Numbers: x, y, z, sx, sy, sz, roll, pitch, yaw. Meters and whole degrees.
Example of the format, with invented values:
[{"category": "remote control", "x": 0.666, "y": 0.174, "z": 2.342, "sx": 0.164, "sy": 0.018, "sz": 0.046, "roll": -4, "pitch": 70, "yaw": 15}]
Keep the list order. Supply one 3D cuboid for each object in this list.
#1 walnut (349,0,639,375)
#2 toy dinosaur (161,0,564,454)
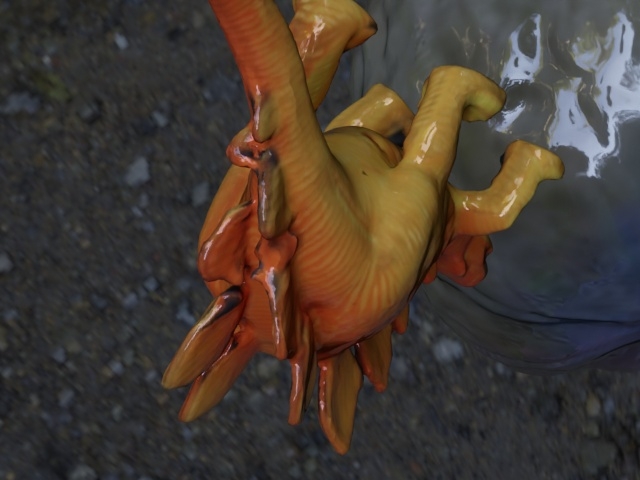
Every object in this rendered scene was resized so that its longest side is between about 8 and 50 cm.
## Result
[{"category": "walnut", "x": 0.136, "y": -0.061, "z": 0.696, "sx": 0.248, "sy": 0.248, "sz": 0.248, "roll": -5, "pitch": 65, "yaw": 12}, {"category": "toy dinosaur", "x": 0.000, "y": 0.000, "z": 0.437, "sx": 0.070, "sy": 0.288, "sz": 0.117, "roll": 22, "pitch": 89, "yaw": 21}]
